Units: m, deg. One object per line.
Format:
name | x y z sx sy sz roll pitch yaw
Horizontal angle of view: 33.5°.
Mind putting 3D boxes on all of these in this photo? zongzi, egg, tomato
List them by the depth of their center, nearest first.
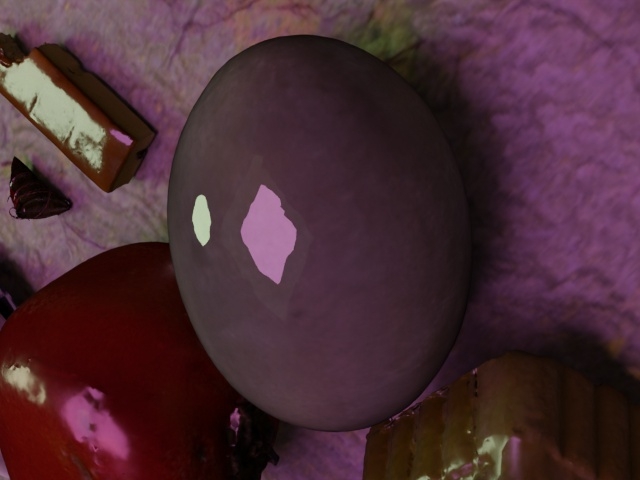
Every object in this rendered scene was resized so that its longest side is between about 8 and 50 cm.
egg | 0.000 0.000 0.906 0.258 0.258 0.352 14 123 29
tomato | -0.185 0.167 1.090 0.290 0.293 0.325 12 128 23
zongzi | -0.345 -0.047 1.257 0.083 0.067 0.073 54 143 26

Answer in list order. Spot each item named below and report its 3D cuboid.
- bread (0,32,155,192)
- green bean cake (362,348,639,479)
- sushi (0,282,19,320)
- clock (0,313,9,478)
bread | -0.282 -0.154 1.158 0.226 0.049 0.088 43 128 11
green bean cake | 0.177 0.225 0.923 0.233 0.124 0.236 32 132 -20
sushi | -0.378 0.131 1.360 0.201 0.031 0.139 54 136 -1
clock | -0.475 0.179 1.389 0.290 0.080 0.275 -12 110 47
